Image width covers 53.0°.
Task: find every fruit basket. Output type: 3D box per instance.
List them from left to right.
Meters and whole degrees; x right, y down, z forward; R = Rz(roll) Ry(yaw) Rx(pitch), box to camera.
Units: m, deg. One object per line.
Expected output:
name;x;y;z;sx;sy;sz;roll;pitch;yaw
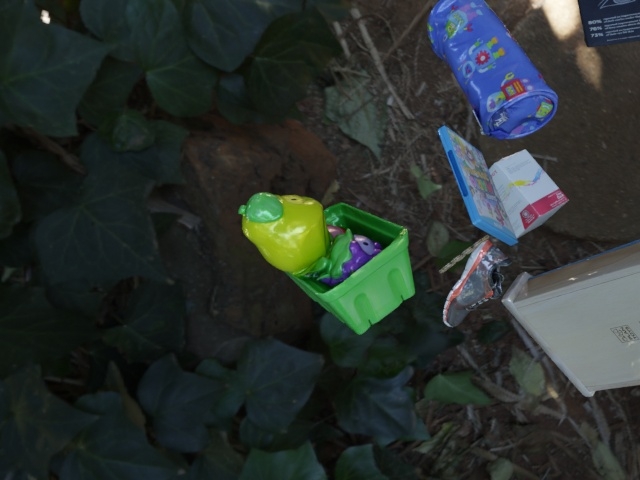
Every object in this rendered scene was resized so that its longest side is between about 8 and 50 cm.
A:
fruit basket;0.000;0.000;1.473;0.283;0.392;0.392;-35;63;-13

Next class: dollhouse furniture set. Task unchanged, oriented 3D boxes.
dollhouse furniture set;0.391;0.026;0.647;0.286;0.303;0.198;48;150;-5

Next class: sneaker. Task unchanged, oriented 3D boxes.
sneaker;0.238;0.078;0.973;0.065;0.061;0.158;33;124;22

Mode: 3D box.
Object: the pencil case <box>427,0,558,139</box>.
pencil case;0.291;-0.308;1.135;0.133;0.119;0.306;-36;55;23

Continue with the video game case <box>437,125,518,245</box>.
video game case;0.229;-0.080;0.937;0.015;0.119;0.166;-31;56;30

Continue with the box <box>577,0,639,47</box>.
box;0.526;-0.449;1.102;0.153;0.207;0.108;1;62;30

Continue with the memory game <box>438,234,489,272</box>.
memory game;0.430;0.042;1.921;0.186;0.186;0.012;-42;78;27

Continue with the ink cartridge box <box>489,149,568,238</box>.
ink cartridge box;0.506;-0.117;1.641;0.176;0.127;0.128;55;149;16
